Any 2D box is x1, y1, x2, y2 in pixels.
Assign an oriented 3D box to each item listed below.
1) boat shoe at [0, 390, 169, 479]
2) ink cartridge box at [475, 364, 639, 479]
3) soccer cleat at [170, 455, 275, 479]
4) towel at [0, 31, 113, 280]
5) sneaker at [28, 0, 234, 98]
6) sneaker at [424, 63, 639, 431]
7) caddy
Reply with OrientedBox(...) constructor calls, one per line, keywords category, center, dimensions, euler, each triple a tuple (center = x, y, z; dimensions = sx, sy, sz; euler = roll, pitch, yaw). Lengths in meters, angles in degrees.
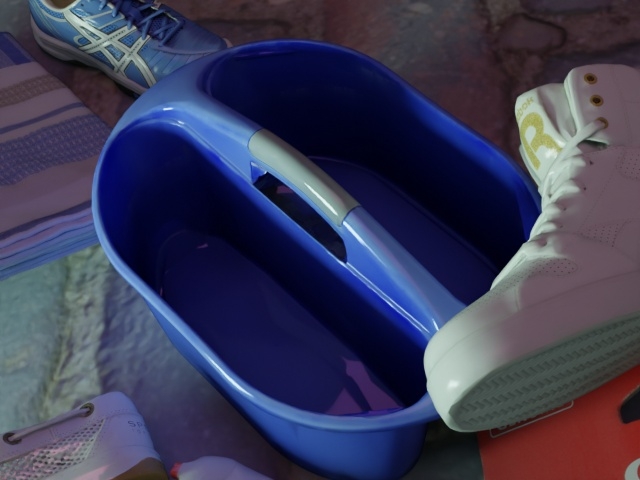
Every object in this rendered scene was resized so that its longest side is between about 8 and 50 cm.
OrientedBox(category="boat shoe", center=(-0.244, 0.177, 0.757), dimensions=(0.277, 0.098, 0.096), euler=(-18, 55, -14))
OrientedBox(category="ink cartridge box", center=(0.218, 0.147, 0.632), dimensions=(0.296, 0.066, 0.261), euler=(-27, 46, 23))
OrientedBox(category="soccer cleat", center=(-0.080, 0.227, 0.714), dimensions=(0.076, 0.068, 0.196), euler=(9, 56, 11))
OrientedBox(category="towel", center=(-0.271, -0.079, 0.920), dimensions=(0.209, 0.034, 0.285), euler=(-23, 52, -35))
OrientedBox(category="sneaker", center=(-0.171, -0.182, 0.987), dimensions=(0.211, 0.081, 0.080), euler=(18, 60, 18))
OrientedBox(category="sneaker", center=(0.141, -0.009, 0.661), dimensions=(0.293, 0.108, 0.169), euler=(-19, 63, -34))
OrientedBox(category="caddy", center=(0.000, 0.000, 0.782), dimensions=(0.241, 0.179, 0.341), euler=(-41, 60, -16))
